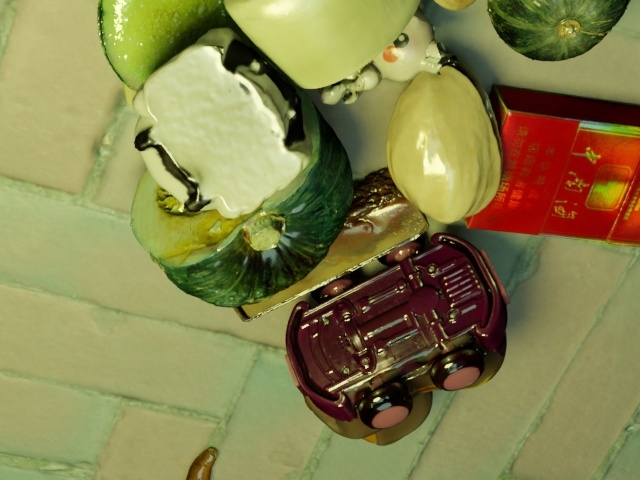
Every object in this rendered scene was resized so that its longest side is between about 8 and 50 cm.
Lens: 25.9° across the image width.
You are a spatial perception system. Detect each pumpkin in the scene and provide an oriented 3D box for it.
[{"bbox_3d":[0.305,-0.321,1.801,0.190,0.146,0.190,-7,127,-9],"label":"pumpkin"},{"bbox_3d":[-0.081,-0.037,1.855,0.293,0.263,0.197,-36,133,7],"label":"pumpkin"}]

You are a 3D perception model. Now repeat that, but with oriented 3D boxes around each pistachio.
[{"bbox_3d":[0.167,-0.137,1.888,0.157,0.157,0.229,-9,108,-6],"label":"pistachio"}]

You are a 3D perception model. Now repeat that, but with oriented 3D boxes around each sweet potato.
[{"bbox_3d":[-0.230,0.447,2.285,0.057,0.057,0.264,24,113,-25],"label":"sweet potato"}]

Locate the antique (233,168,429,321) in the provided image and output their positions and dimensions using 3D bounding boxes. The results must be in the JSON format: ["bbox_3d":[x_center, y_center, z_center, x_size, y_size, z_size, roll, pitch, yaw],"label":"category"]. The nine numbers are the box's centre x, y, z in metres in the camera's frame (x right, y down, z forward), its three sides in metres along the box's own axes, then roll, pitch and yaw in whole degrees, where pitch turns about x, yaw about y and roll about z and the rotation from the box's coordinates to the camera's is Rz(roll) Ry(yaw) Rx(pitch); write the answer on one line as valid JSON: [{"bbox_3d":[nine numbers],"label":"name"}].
[{"bbox_3d":[0.000,0.000,2.001,0.310,0.087,0.093,-26,124,8],"label":"antique"}]

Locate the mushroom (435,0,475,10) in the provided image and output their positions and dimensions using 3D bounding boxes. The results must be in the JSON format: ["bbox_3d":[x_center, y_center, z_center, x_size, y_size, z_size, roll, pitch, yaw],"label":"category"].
[{"bbox_3d":[0.256,-0.428,1.700,0.351,0.095,0.123,-49,152,-6],"label":"mushroom"}]

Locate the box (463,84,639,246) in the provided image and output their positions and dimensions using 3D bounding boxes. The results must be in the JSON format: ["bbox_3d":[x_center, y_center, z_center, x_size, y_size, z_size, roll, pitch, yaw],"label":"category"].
[{"bbox_3d":[0.374,-0.102,2.005,0.313,0.089,0.197,5,122,-16],"label":"box"}]

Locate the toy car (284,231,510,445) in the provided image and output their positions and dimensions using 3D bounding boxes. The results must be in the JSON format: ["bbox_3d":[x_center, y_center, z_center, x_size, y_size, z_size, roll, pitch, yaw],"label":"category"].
[{"bbox_3d":[0.127,0.161,2.053,0.341,0.271,0.240,-26,143,7],"label":"toy car"}]

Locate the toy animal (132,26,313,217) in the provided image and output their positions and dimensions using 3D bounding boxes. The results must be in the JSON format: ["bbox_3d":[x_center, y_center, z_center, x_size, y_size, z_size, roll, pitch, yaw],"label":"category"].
[{"bbox_3d":[-0.126,-0.142,1.705,0.204,0.156,0.208,-39,105,0],"label":"toy animal"}]

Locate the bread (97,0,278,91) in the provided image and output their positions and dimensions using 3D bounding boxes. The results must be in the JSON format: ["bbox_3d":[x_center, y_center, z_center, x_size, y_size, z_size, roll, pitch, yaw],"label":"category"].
[{"bbox_3d":[-0.138,-0.298,1.729,0.301,0.045,0.301,-17,125,-26],"label":"bread"}]

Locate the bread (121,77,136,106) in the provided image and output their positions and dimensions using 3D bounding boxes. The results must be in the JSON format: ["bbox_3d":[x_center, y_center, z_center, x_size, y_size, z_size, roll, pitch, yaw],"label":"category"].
[{"bbox_3d":[-0.201,-0.267,1.784,0.139,0.060,0.178,-14,125,-14],"label":"bread"}]

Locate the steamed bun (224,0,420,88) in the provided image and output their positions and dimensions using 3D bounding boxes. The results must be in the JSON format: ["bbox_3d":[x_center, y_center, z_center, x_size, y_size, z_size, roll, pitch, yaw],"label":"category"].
[{"bbox_3d":[0.016,-0.319,1.688,0.250,0.155,0.200,-57,134,-21],"label":"steamed bun"}]

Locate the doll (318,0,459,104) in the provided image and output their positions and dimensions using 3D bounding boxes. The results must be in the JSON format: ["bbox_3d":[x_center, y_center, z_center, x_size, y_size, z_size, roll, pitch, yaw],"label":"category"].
[{"bbox_3d":[0.074,-0.249,1.823,0.192,0.149,0.095,-26,154,19],"label":"doll"}]
